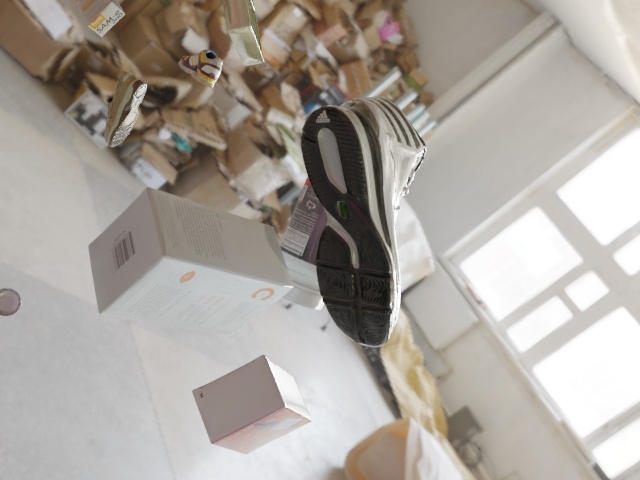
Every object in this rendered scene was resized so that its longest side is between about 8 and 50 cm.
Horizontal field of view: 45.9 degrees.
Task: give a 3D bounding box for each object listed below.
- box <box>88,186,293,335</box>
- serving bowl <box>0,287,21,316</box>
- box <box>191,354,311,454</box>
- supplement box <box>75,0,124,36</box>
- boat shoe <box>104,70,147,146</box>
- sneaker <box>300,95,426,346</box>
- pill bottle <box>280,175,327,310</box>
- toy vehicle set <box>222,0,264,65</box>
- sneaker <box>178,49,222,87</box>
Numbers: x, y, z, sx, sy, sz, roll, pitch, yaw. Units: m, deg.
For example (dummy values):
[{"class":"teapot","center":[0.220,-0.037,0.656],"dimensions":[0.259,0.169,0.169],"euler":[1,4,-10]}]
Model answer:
[{"class":"box","center":[-0.263,0.055,1.558],"dimensions":[0.345,0.215,0.168],"euler":[19,42,-46]},{"class":"serving bowl","center":[-0.919,0.180,2.214],"dimensions":[0.083,0.083,0.027],"euler":[48,-10,-9]},{"class":"box","center":[-0.106,0.267,1.209],"dimensions":[0.091,0.130,0.170],"euler":[64,4,24]},{"class":"supplement box","center":[-0.399,-0.421,1.365],"dimensions":[0.036,0.062,0.098],"euler":[38,15,-50]},{"class":"boat shoe","center":[-0.464,-0.306,1.746],"dimensions":[0.072,0.190,0.068],"euler":[37,28,7]},{"class":"sneaker","center":[0.121,-0.045,1.367],"dimensions":[0.257,0.169,0.447],"euler":[-28,117,-45]},{"class":"pill bottle","center":[0.000,0.000,1.844],"dimensions":[0.176,0.318,0.176],"euler":[21,3,-1]},{"class":"toy vehicle set","center":[-0.137,-0.425,1.173],"dimensions":[0.166,0.035,0.266],"euler":[62,17,-85]},{"class":"sneaker","center":[-0.304,-0.458,1.958],"dimensions":[0.069,0.084,0.185],"euler":[24,12,-41]}]
